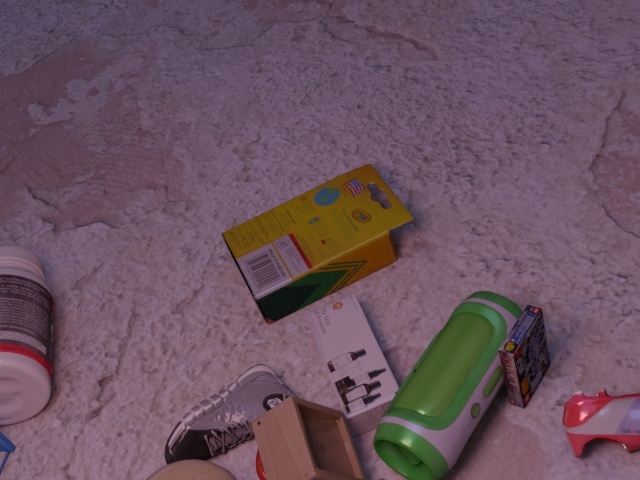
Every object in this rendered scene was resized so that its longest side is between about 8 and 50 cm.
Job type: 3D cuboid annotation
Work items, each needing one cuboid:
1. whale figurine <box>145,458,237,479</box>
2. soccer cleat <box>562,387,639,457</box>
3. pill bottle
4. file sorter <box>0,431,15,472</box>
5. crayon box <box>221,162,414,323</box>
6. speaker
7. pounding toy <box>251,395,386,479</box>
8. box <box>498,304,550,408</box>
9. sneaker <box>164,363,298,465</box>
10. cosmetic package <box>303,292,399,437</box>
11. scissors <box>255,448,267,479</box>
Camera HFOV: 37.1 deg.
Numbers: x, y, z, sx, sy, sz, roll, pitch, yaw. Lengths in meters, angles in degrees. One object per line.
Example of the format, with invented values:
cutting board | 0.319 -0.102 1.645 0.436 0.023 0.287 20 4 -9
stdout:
whale figurine | -0.154 0.443 1.355 0.272 0.141 0.216 38 46 18
soccer cleat | 0.469 0.254 1.348 0.248 0.083 0.095 -4 74 9
pill bottle | -0.576 0.162 1.741 0.176 0.176 0.318 -17 43 3
file sorter | -0.631 0.360 1.606 0.170 0.118 0.104 -2 50 18
crayon box | 0.000 0.000 1.761 0.318 0.081 0.202 -26 43 -5
speaker | 0.201 0.217 1.436 0.131 0.131 0.296 18 55 34
pounding toy | 0.009 0.351 1.371 0.094 0.181 0.206 -37 51 23
box | 0.308 0.175 1.429 0.027 0.137 0.094 18 56 34
sneaker | -0.129 0.300 1.506 0.228 0.086 0.132 -40 49 -22
cosmetic package | 0.055 0.197 1.557 0.099 0.060 0.239 -22 43 -3
scissors | -0.064 0.392 1.356 0.109 0.021 0.297 32 35 -10
